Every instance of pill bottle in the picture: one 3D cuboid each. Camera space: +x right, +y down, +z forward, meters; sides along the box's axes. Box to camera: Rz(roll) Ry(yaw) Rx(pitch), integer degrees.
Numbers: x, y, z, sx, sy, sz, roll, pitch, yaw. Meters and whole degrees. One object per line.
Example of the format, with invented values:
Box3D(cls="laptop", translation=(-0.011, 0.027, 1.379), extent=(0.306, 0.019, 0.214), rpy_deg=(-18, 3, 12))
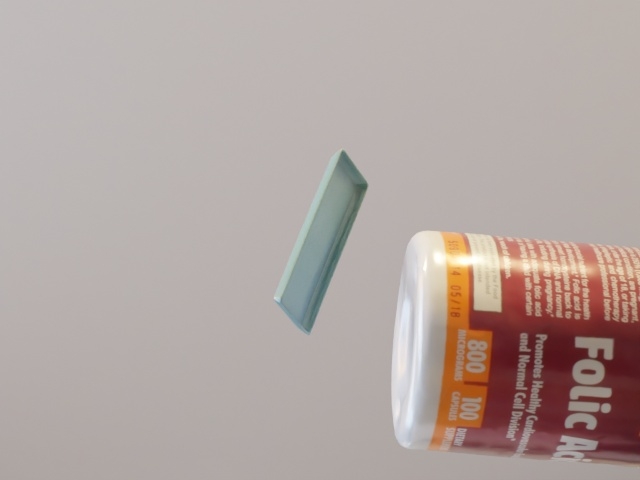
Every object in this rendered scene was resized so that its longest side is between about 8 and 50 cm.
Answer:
Box3D(cls="pill bottle", translation=(0.278, 0.114, 1.718), extent=(0.392, 0.224, 0.224), rpy_deg=(4, -41, -3))

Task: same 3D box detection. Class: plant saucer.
Box3D(cls="plant saucer", translation=(0.000, 0.000, 1.760), extent=(0.018, 0.192, 0.067), rpy_deg=(3, -33, 34))
